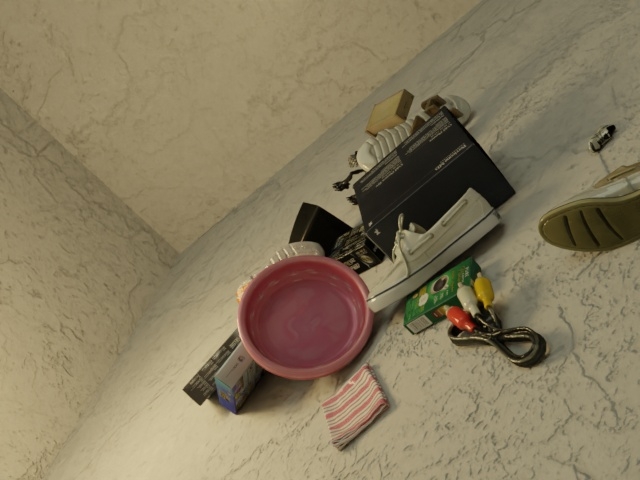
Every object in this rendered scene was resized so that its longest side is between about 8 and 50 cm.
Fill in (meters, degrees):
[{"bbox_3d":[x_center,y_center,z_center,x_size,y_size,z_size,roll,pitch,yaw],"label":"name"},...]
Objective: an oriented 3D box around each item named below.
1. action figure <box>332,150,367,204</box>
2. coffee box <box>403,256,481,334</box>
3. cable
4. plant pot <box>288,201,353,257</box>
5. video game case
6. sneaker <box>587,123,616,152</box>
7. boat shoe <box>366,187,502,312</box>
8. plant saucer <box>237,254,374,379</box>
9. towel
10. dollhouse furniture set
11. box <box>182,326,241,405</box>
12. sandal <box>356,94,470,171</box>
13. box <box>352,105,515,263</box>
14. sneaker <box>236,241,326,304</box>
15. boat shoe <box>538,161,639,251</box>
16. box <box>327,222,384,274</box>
[{"bbox_3d":[0.171,-0.239,2.401,0.276,0.164,0.141,-45,-6,33],"label":"action figure"},{"bbox_3d":[0.264,0.122,1.494,0.184,0.040,0.113,-36,18,28],"label":"coffee box"},{"bbox_3d":[0.299,0.160,1.262,0.139,0.072,0.287,-48,16,8],"label":"cable"},{"bbox_3d":[0.000,0.000,2.210,0.167,0.188,0.187,-59,18,-3],"label":"plant pot"},{"bbox_3d":[-0.181,0.318,1.835,0.244,0.061,0.269,-53,-12,-26],"label":"video game case"},{"bbox_3d":[0.615,-0.226,1.507,0.083,0.032,0.037,-52,18,-22],"label":"sneaker"},{"bbox_3d":[0.226,0.007,1.597,0.367,0.156,0.136,-40,-5,13],"label":"boat shoe"},{"bbox_3d":[-0.034,0.192,1.690,0.332,0.332,0.084,-53,-23,-25],"label":"plant saucer"},{"bbox_3d":[0.066,0.343,1.454,0.144,0.029,0.197,-43,16,4],"label":"towel"},{"bbox_3d":[0.290,-0.346,2.167,0.161,0.242,0.212,-18,46,57],"label":"dollhouse furniture set"},{"bbox_3d":[-0.271,0.343,2.058,0.307,0.076,0.242,-48,-1,-10],"label":"box"},{"bbox_3d":[0.321,-0.330,2.303,0.416,0.102,0.169,-29,60,0],"label":"sandal"},{"bbox_3d":[0.277,-0.134,1.795,0.343,0.179,0.312,-40,22,17],"label":"box"},{"bbox_3d":[-0.096,0.114,2.129,0.321,0.124,0.180,-31,-25,19],"label":"sneaker"},{"bbox_3d":[0.533,-0.067,1.203,0.302,0.113,0.103,-18,28,36],"label":"boat shoe"},{"bbox_3d":[0.111,0.026,2.025,0.180,0.077,0.147,-31,22,39],"label":"box"}]
